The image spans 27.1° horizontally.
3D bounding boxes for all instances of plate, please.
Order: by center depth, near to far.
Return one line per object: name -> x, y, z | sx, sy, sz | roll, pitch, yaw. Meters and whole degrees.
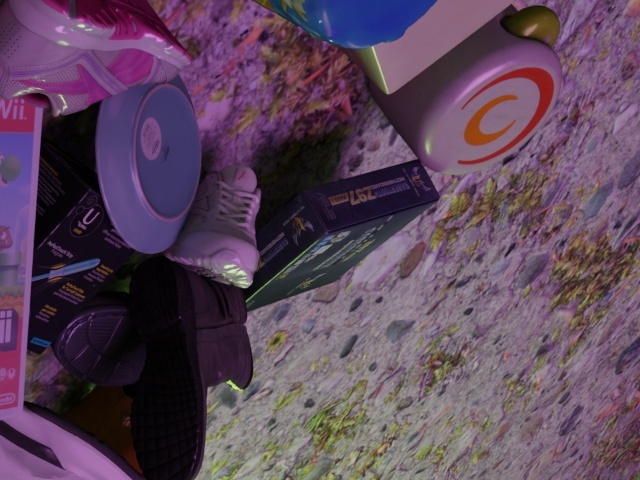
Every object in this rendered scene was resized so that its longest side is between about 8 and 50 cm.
plate -> -0.149, -0.081, 1.226 | 0.188, 0.024, 0.188 | 1, 90, -67

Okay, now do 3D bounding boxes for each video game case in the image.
video game case -> -0.309, 0.014, 1.050 | 0.204, 0.025, 0.285 | -5, 102, -55

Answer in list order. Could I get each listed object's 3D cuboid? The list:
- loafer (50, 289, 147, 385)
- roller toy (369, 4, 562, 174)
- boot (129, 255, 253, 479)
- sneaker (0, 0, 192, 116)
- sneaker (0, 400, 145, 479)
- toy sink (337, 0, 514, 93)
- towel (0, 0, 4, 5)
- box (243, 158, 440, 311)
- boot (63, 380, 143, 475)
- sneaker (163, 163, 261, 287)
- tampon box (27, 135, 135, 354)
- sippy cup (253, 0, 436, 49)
loafer -> -0.208, 0.101, 1.442 | 0.267, 0.084, 0.096 | 17, 108, -55
roller toy -> 0.156, -0.183, 1.492 | 0.209, 0.146, 0.191 | -25, 148, -15
boot -> -0.118, 0.140, 1.384 | 0.083, 0.247, 0.161 | -14, 161, 28
sneaker -> -0.198, -0.160, 1.084 | 0.111, 0.103, 0.252 | -42, 165, 16
sneaker -> -0.334, 0.258, 1.199 | 0.447, 0.169, 0.258 | 50, 50, -39
toy sink -> 0.105, -0.288, 1.306 | 0.234, 0.131, 0.153 | -38, 151, -6
towel -> -0.304, -0.251, 0.914 | 0.237, 0.037, 0.329 | -36, 151, -22
box -> 0.000, 0.000, 1.517 | 0.183, 0.059, 0.232 | -18, 165, -42
boot -> -0.215, 0.286, 1.442 | 0.104, 0.295, 0.211 | 11, 128, -43
sneaker -> -0.102, -0.024, 1.347 | 0.090, 0.232, 0.115 | 23, 93, -15
tampon box -> -0.261, 0.002, 1.217 | 0.161, 0.101, 0.120 | -48, 152, 1
sippy cup -> -0.005, -0.278, 1.077 | 0.305, 0.224, 0.240 | -37, 149, -16
